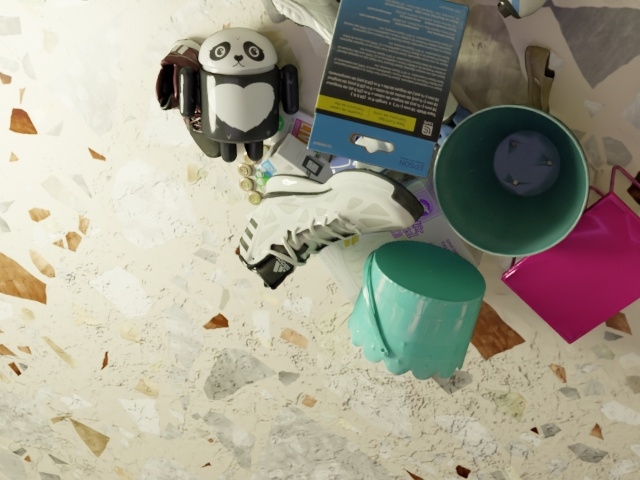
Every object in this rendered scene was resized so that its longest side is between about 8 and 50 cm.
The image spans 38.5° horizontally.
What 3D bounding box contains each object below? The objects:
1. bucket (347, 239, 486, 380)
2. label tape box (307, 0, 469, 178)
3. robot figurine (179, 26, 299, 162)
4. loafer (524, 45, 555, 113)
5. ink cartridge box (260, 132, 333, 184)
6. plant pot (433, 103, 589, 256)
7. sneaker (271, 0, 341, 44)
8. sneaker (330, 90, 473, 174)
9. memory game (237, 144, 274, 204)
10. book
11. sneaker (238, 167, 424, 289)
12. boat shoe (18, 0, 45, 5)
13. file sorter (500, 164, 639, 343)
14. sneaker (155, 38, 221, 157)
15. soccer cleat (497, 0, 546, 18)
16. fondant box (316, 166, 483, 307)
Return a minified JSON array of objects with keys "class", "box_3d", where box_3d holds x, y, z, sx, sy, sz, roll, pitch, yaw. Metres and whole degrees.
[{"class":"bucket","box_3d":[0.201,0.135,1.904,0.281,0.281,0.183,20,117,10]},{"class":"label tape box","box_3d":[0.123,-0.303,1.745,0.240,0.106,0.334,14,90,-3]},{"class":"robot figurine","box_3d":[-0.171,-0.307,1.938,0.173,0.209,0.278,20,120,36]},{"class":"loafer","box_3d":[0.430,-0.306,1.781,0.050,0.056,0.148,-1,120,29]},{"class":"ink cartridge box","box_3d":[-0.031,-0.149,2.024,0.180,0.060,0.104,35,157,-15]},{"class":"plant pot","box_3d":[0.386,-0.133,1.797,0.290,0.195,0.290,6,108,21]},{"class":"sneaker","box_3d":[0.034,-0.453,1.826,0.271,0.100,0.108,31,121,1]},{"class":"sneaker","box_3d":[0.148,-0.254,1.897,0.315,0.127,0.182,-24,105,24]},{"class":"memory game","box_3d":[-0.108,-0.138,2.128,0.186,0.012,0.186,10,123,16]},{"class":"book","box_3d":[-0.033,-0.237,2.028,0.144,0.035,0.096,24,122,8]},{"class":"sneaker","box_3d":[0.000,0.001,1.886,0.447,0.258,0.169,2,146,48]},{"class":"boat shoe","box_3d":[-0.728,-0.606,2.040,0.304,0.091,0.109,17,162,14]},{"class":"file sorter","box_3d":[0.552,0.022,1.857,0.202,0.182,0.290,43,125,-6]},{"class":"sneaker","box_3d":[-0.297,-0.287,2.018,0.106,0.162,0.281,-5,117,24]},{"class":"soccer cleat","box_3d":[0.309,-0.559,1.655,0.143,0.116,0.331,-36,105,18]},{"class":"fondant box","box_3d":[0.164,0.005,2.057,0.330,0.096,0.238,-27,107,31]}]
